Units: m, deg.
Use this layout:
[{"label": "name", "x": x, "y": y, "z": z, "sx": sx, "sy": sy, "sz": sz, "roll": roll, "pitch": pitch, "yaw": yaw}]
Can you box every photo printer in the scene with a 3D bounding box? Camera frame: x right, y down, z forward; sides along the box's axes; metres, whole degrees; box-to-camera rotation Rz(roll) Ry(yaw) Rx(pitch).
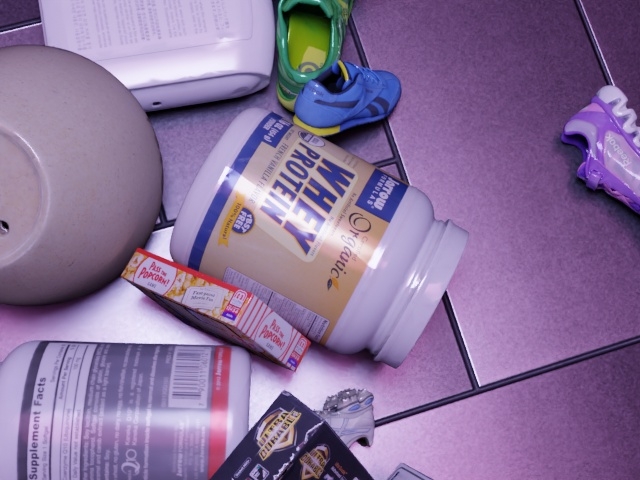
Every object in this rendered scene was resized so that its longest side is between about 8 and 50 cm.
[{"label": "photo printer", "x": -0.218, "y": -0.302, "z": 1.328, "sx": 0.307, "sy": 0.107, "sz": 0.256, "roll": -11, "pitch": 77, "yaw": -7}]

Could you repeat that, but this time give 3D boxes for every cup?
[{"label": "cup", "x": -0.365, "y": -0.064, "z": 1.141, "sx": 0.331, "sy": 0.237, "sz": 0.331, "roll": 0, "pitch": 99, "yaw": 0}]

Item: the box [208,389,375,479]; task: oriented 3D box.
[{"label": "box", "x": -0.064, "y": 0.348, "z": 1.095, "sx": 0.073, "sy": 0.295, "sz": 0.293, "roll": 31, "pitch": 74, "yaw": 32}]

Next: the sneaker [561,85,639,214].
[{"label": "sneaker", "x": 0.410, "y": -0.091, "z": 1.341, "sx": 0.104, "sy": 0.095, "sz": 0.236, "roll": -27, "pitch": 75, "yaw": -3}]

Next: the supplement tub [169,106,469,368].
[{"label": "supplement tub", "x": 0.000, "y": 0.000, "z": 1.212, "sx": 0.316, "sy": 0.228, "sz": 0.228, "roll": 28, "pitch": 76, "yaw": 2}]

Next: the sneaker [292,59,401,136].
[{"label": "sneaker", "x": 0.048, "y": -0.202, "z": 1.295, "sx": 0.069, "sy": 0.082, "sz": 0.209, "roll": 37, "pitch": 40, "yaw": 24}]

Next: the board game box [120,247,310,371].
[{"label": "board game box", "x": -0.126, "y": 0.084, "z": 1.182, "sx": 0.193, "sy": 0.147, "sz": 0.045, "roll": 19, "pitch": 73, "yaw": 35}]

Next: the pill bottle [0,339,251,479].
[{"label": "pill bottle", "x": -0.265, "y": 0.222, "z": 1.148, "sx": 0.362, "sy": 0.210, "sz": 0.210, "roll": 2, "pitch": 77, "yaw": -3}]

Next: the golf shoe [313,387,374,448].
[{"label": "golf shoe", "x": -0.001, "y": 0.246, "z": 1.217, "sx": 0.176, "sy": 0.069, "sz": 0.086, "roll": -14, "pitch": 94, "yaw": -30}]

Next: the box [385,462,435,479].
[{"label": "box", "x": 0.148, "y": 0.420, "z": 1.142, "sx": 0.169, "sy": 0.087, "sz": 0.290, "roll": -46, "pitch": 107, "yaw": -14}]

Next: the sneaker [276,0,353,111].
[{"label": "sneaker", "x": -0.004, "y": -0.323, "z": 1.341, "sx": 0.109, "sy": 0.123, "sz": 0.296, "roll": 3, "pitch": 76, "yaw": -3}]
